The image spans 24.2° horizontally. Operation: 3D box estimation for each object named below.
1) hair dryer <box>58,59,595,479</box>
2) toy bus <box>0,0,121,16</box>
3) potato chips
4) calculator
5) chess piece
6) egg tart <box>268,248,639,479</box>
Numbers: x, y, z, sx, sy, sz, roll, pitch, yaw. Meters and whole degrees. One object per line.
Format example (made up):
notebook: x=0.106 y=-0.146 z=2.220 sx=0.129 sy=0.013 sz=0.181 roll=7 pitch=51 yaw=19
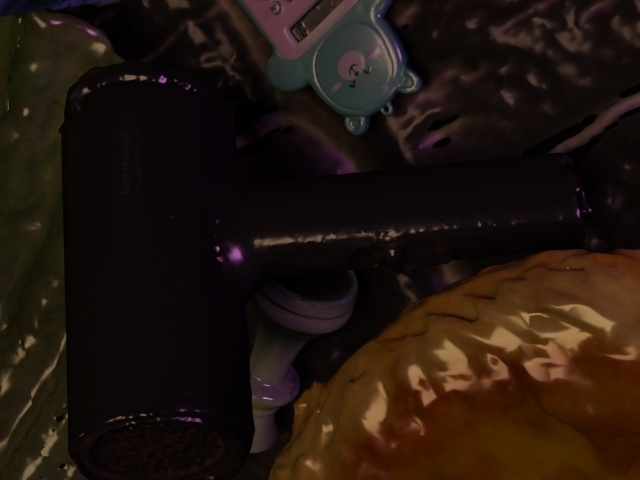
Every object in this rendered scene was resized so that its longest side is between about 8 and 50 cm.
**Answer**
hair dryer: x=0.000 y=0.000 z=0.691 sx=0.251 sy=0.089 sz=0.197 roll=-10 pitch=58 yaw=8
toy bus: x=-0.096 y=-0.217 z=0.710 sx=0.234 sy=0.133 sz=0.116 roll=-40 pitch=79 yaw=36
potato chips: x=-0.237 y=0.027 z=0.899 sx=0.373 sy=0.097 sz=0.389 roll=15 pitch=106 yaw=33
calculator: x=-0.004 y=-0.119 z=0.747 sx=0.094 sy=0.019 sz=0.141 roll=-41 pitch=79 yaw=33
chess piece: x=-0.030 y=0.069 z=0.801 sx=0.059 sy=0.059 sz=0.149 roll=39 pitch=128 yaw=20
egg tart: x=0.115 y=0.150 z=0.543 sx=0.319 sy=0.128 sz=0.319 roll=6 pitch=102 yaw=30
